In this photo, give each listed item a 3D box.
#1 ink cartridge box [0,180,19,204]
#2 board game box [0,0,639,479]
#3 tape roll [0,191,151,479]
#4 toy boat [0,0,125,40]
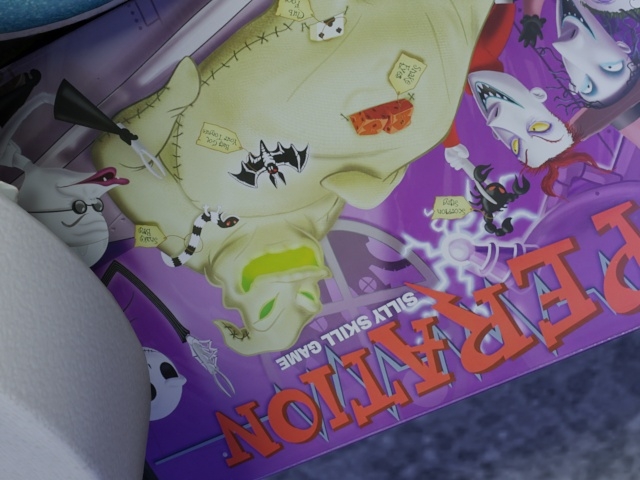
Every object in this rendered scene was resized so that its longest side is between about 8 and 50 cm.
[{"bbox_3d":[-0.200,-0.032,0.686,0.179,0.045,0.145,20,147,-4],"label":"ink cartridge box"},{"bbox_3d":[0.004,-0.025,0.708,0.347,0.056,0.208,-25,110,20],"label":"board game box"},{"bbox_3d":[-0.256,0.064,0.624,0.392,0.072,0.392,3,148,2],"label":"tape roll"},{"bbox_3d":[-0.137,-0.196,0.567,0.267,0.148,0.318,-41,123,15],"label":"toy boat"}]
